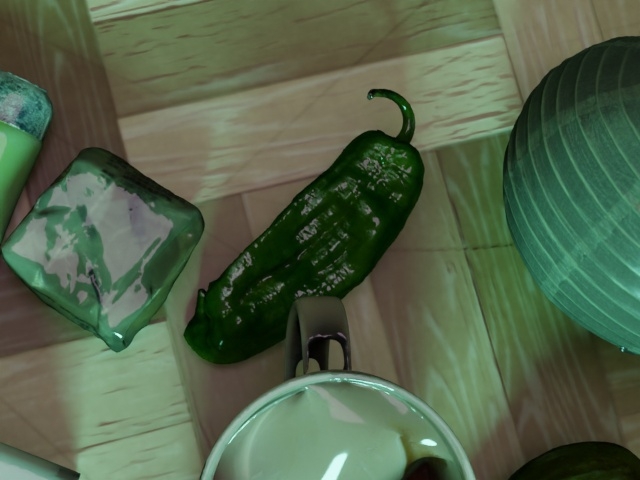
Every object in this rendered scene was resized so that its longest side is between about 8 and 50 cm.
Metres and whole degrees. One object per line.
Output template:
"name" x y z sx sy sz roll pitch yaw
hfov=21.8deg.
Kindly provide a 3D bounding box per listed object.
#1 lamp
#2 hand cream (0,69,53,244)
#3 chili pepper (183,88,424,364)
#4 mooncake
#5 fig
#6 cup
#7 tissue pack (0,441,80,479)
"lamp" 0.261 -0.035 1.265 0.233 0.233 0.265 1 54 -8
"hand cream" -0.270 -0.047 1.298 0.095 0.046 0.175 24 83 -3
"chili pepper" -0.003 -0.002 1.308 0.100 0.074 0.257 44 77 2
"mooncake" -0.165 0.004 1.285 0.125 0.073 0.130 37 78 -2
"fig" 0.173 0.220 1.279 0.177 0.117 0.117 -15 81 6
"cup" -0.002 0.170 1.208 0.191 0.200 0.253 -3 80 -8
"tissue pack" -0.275 0.259 1.177 0.136 0.159 0.246 20 76 -5
